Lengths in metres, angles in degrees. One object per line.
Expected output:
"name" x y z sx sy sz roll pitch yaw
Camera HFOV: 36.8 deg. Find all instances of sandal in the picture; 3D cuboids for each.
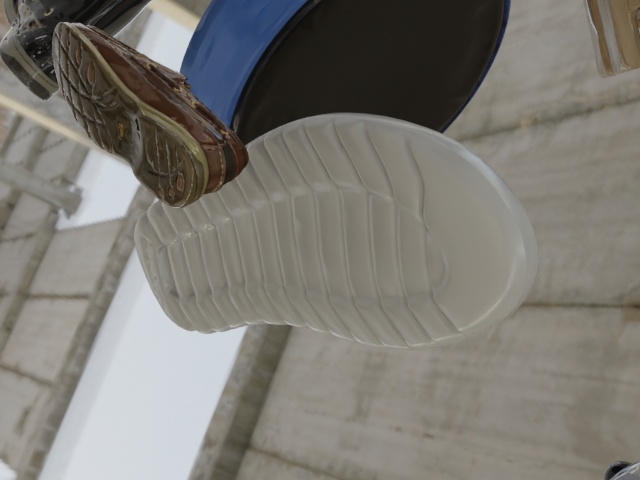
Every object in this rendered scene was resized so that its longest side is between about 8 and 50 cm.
"sandal" -0.005 -0.014 0.732 0.416 0.169 0.102 -4 -160 48

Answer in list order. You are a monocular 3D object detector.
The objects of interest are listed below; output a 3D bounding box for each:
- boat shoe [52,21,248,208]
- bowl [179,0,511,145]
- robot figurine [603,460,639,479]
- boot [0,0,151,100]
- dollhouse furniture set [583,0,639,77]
"boat shoe" -0.118 -0.089 0.645 0.178 0.060 0.064 43 -45 27
"bowl" 0.038 -0.182 1.011 0.391 0.391 0.077 -51 -120 22
"robot figurine" 0.304 0.274 0.733 0.209 0.173 0.278 -63 -152 -3
"boot" -0.221 -0.246 0.938 0.178 0.085 0.236 -37 -147 12
"dollhouse furniture set" 0.401 -0.311 0.850 0.362 0.257 0.394 -13 -175 12
